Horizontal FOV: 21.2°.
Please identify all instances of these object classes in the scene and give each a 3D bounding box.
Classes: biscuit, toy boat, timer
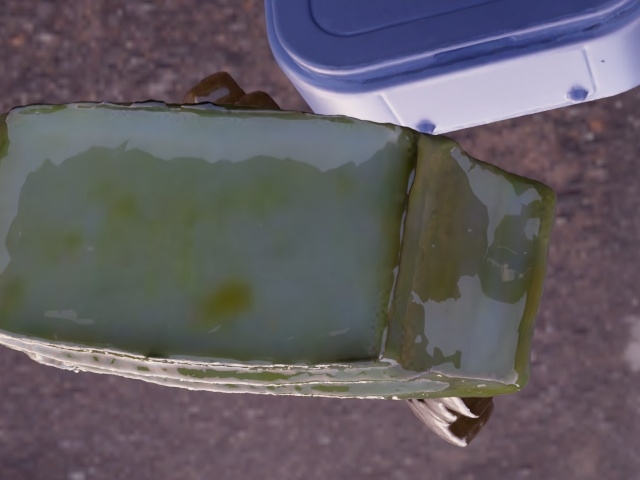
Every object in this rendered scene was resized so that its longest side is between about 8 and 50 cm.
[{"bbox_3d":[-0.001,0.001,1.002,0.043,0.301,0.278,-39,136,-7],"label":"biscuit"},{"bbox_3d":[-0.051,0.002,0.670,0.276,0.111,0.084,6,172,26],"label":"toy boat"},{"bbox_3d":[0.135,-0.286,1.546,0.395,0.395,0.173,-12,154,16],"label":"timer"}]
